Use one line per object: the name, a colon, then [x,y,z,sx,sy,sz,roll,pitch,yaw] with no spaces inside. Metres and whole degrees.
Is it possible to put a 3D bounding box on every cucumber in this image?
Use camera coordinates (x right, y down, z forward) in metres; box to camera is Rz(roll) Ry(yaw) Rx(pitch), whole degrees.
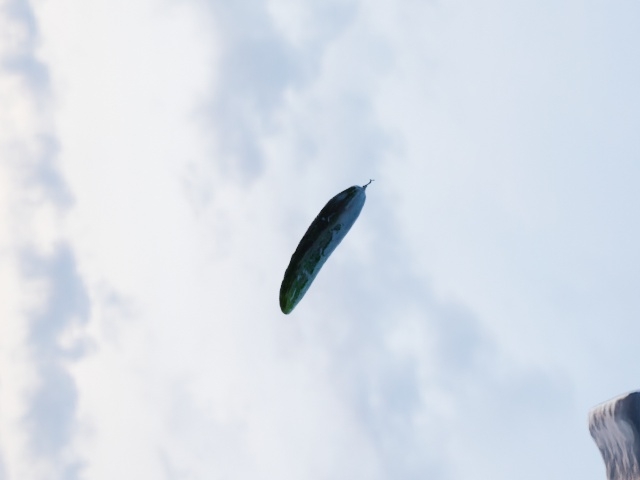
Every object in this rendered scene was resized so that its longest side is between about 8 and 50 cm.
cucumber: [0.000,0.000,1.405,0.168,0.039,0.039,-57,-152,-4]

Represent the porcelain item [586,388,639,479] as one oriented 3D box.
porcelain item: [0.278,0.315,0.991,0.242,0.178,0.405,110,-17,-77]
